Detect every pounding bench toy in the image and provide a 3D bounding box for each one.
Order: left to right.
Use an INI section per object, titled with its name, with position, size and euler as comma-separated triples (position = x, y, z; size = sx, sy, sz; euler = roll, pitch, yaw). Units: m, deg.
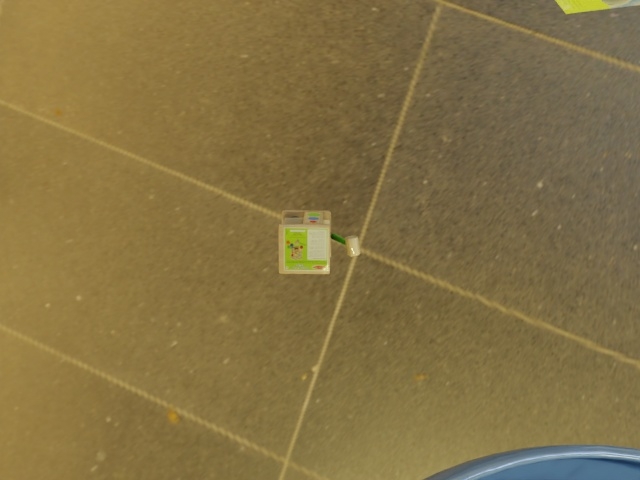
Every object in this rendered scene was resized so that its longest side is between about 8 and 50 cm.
[pounding bench toy]
position = 0.000, 0.000, 1.099
size = 0.083, 0.065, 0.052
euler = 0, 107, 2

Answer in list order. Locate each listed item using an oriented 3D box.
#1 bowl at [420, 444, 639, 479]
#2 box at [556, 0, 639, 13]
[bowl]
position = 0.103, 0.283, 0.423
size = 0.391, 0.391, 0.077
euler = 58, 153, 0
[box]
position = 0.314, -0.276, 1.060
size = 0.178, 0.109, 0.042
euler = 0, 74, 35
